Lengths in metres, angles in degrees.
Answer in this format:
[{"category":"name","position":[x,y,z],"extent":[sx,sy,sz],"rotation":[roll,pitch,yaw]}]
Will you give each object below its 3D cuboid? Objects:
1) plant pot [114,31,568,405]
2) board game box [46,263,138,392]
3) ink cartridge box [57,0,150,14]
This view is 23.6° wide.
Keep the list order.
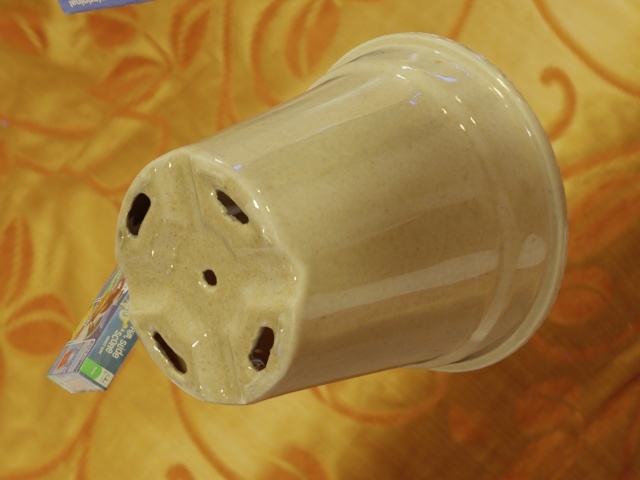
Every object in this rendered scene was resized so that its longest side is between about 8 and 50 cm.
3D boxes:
[{"category":"plant pot","position":[0.000,0.000,1.371],"extent":[0.334,0.305,0.334],"rotation":[15,113,39]},{"category":"board game box","position":[-0.191,0.058,1.518],"extent":[0.201,0.035,0.136],"rotation":[-59,16,-17]},{"category":"ink cartridge box","position":[-0.118,-0.283,0.839],"extent":[0.185,0.311,0.065],"rotation":[-6,29,26]}]
